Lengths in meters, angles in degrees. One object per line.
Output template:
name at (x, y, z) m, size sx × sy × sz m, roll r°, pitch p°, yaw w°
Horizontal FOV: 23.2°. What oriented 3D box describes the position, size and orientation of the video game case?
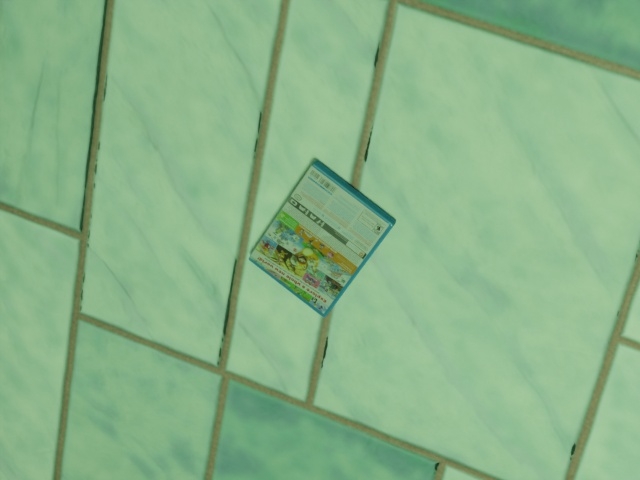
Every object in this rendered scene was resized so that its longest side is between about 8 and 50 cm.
video game case at (0.000, 0.000, 1.853) m, size 0.119 × 0.015 × 0.166 m, roll 37°, pitch 124°, yaw 3°
